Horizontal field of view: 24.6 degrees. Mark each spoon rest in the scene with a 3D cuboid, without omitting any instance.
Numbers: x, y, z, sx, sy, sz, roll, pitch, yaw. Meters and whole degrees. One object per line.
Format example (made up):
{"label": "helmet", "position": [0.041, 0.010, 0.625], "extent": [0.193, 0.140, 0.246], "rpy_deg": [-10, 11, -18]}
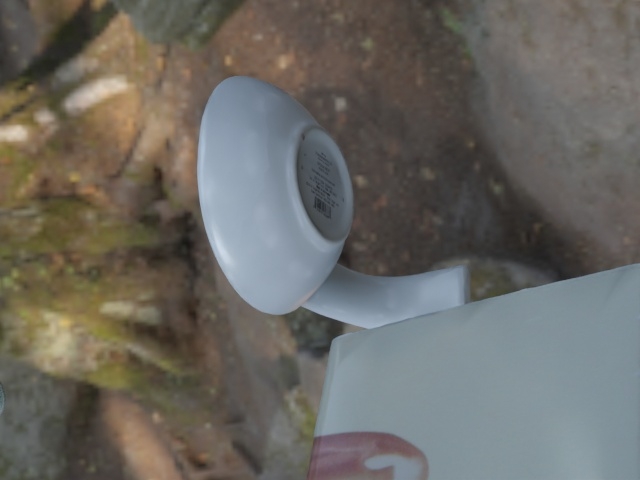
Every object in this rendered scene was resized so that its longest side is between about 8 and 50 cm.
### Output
{"label": "spoon rest", "position": [0.000, 0.000, 0.905], "extent": [0.084, 0.276, 0.137], "rpy_deg": [-12, 61, 29]}

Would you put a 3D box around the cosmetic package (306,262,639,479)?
{"label": "cosmetic package", "position": [0.065, 0.173, 0.449], "extent": [0.129, 0.153, 0.296], "rpy_deg": [-14, 41, 27]}

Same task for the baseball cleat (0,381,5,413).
{"label": "baseball cleat", "position": [-0.357, 0.134, 1.167], "extent": [0.109, 0.205, 0.072], "rpy_deg": [156, 109, -72]}
